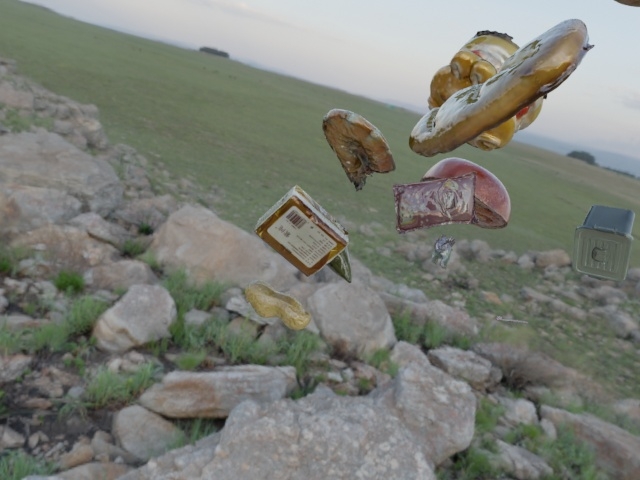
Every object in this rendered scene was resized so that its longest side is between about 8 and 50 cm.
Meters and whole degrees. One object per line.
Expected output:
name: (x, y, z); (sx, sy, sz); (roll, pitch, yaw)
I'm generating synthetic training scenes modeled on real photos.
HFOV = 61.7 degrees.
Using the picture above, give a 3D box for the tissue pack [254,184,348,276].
tissue pack: (-0.054, -0.021, 1.563); (0.226, 0.183, 0.092); (40, 28, -19)

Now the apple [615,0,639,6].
apple: (1.031, -0.911, 1.654); (0.339, 0.340, 0.339); (14, 16, -4)

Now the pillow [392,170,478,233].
pillow: (0.252, -0.081, 1.169); (0.185, 0.118, 0.043); (-6, -3, 13)

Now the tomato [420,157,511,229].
tomato: (0.513, -0.178, 1.849); (0.338, 0.144, 0.338); (34, -7, 5)

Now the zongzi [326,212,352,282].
zongzi: (0.000, 0.000, 1.801); (0.250, 0.125, 0.274); (35, 26, -32)

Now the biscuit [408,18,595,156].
biscuit: (0.208, -0.179, 0.698); (0.045, 0.154, 0.299); (45, -31, -12)

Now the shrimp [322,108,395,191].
shrimp: (0.092, -0.175, 1.144); (0.164, 0.062, 0.317); (34, -11, 21)

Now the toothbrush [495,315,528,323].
toothbrush: (0.464, 0.193, 1.295); (0.097, 0.008, 0.006); (11, 8, -21)

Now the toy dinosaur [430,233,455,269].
toy dinosaur: (0.292, 0.024, 1.284); (0.039, 0.082, 0.209); (21, 2, 18)

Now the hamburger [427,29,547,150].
hamburger: (0.394, -0.357, 1.305); (0.261, 0.186, 0.303); (46, -14, 14)

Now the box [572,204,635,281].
box: (0.470, 0.002, 0.882); (0.084, 0.122, 0.069); (16, 54, 32)

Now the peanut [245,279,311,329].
peanut: (-0.150, 0.226, 1.871); (0.263, 0.117, 0.101); (23, 12, 14)
